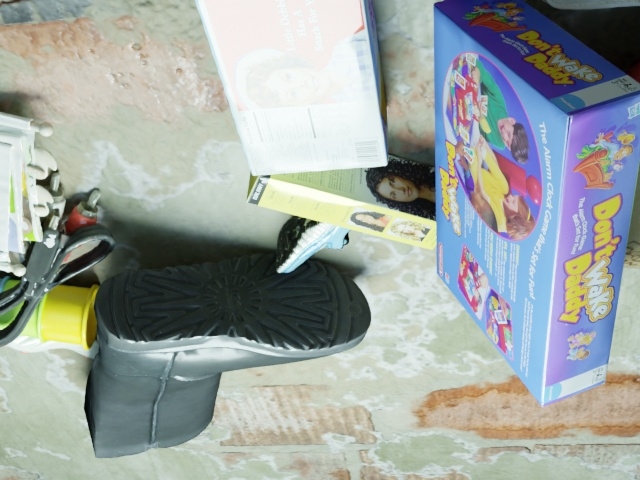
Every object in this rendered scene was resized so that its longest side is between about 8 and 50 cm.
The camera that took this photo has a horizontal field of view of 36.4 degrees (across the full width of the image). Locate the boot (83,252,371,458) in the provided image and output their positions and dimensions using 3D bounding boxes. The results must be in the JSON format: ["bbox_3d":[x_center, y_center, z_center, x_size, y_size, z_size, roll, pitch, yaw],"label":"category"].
[{"bbox_3d":[-0.156,0.194,1.427,0.367,0.146,0.445,3,145,-13],"label":"boot"}]

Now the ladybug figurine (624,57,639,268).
[{"bbox_3d":[0.414,-0.114,0.948,0.305,0.161,0.449,21,143,-34],"label":"ladybug figurine"}]

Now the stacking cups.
[{"bbox_3d":[-0.476,0.094,1.369,0.316,0.096,0.096,5,142,-2],"label":"stacking cups"}]

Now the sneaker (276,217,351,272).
[{"bbox_3d":[0.000,0.000,1.233,0.073,0.063,0.162,22,139,-27],"label":"sneaker"}]

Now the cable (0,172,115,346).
[{"bbox_3d":[-0.366,0.035,1.276,0.140,0.072,0.287,12,132,-29],"label":"cable"}]

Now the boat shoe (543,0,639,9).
[{"bbox_3d":[0.323,-0.250,0.851,0.277,0.096,0.098,-12,139,19],"label":"boat shoe"}]

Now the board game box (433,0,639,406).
[{"bbox_3d":[0.199,-0.040,0.961,0.078,0.233,0.347,-18,131,-14],"label":"board game box"}]

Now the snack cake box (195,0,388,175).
[{"bbox_3d":[-0.020,-0.183,0.967,0.152,0.089,0.264,-3,144,8],"label":"snack cake box"}]

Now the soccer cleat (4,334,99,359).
[{"bbox_3d":[-0.384,0.133,1.443,0.196,0.068,0.076,14,137,-24],"label":"soccer cleat"}]

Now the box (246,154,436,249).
[{"bbox_3d":[0.035,-0.063,1.131,0.232,0.087,0.058,13,143,-13],"label":"box"}]

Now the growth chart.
[{"bbox_3d":[-0.400,-0.058,1.157,0.172,0.021,0.237,20,123,0],"label":"growth chart"}]
